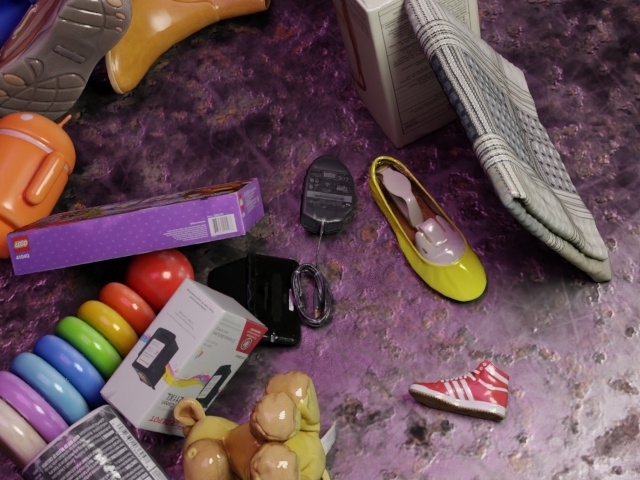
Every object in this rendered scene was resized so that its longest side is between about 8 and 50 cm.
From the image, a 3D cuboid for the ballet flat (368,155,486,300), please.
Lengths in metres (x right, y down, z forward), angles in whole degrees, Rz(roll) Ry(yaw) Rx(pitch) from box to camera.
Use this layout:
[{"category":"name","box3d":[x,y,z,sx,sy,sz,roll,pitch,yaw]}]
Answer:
[{"category":"ballet flat","box3d":[0.129,-0.021,1.572,0.077,0.077,0.231,-31,61,-7]}]

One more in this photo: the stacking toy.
[{"category":"stacking toy","box3d":[-0.281,0.137,1.547,0.141,0.141,0.330,34,66,25]}]

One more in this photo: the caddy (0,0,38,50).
[{"category":"caddy","box3d":[-0.525,-0.431,1.833,0.179,0.241,0.341,-36,62,-5]}]

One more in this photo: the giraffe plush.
[{"category":"giraffe plush","box3d":[-0.087,0.243,1.415,0.170,0.210,0.182,-4,85,14]}]

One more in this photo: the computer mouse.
[{"category":"computer mouse","box3d":[0.000,0.000,1.614,0.071,0.041,0.242,10,68,-5]}]

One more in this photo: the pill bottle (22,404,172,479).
[{"category":"pill bottle","box3d":[-0.216,0.319,1.398,0.130,0.130,0.246,-38,85,-11]}]

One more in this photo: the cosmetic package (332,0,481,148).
[{"category":"cosmetic package","box3d":[0.113,-0.273,1.588,0.153,0.296,0.129,-29,59,-7]}]

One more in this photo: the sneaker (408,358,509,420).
[{"category":"sneaker","box3d":[0.169,0.171,1.479,0.118,0.042,0.067,13,68,9]}]

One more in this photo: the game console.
[{"category":"game console","box3d":[-0.086,0.085,1.594,0.107,0.071,0.122,9,60,-18]}]

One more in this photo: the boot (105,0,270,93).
[{"category":"boot","box3d":[-0.183,-0.336,1.791,0.211,0.104,0.295,3,58,13]}]

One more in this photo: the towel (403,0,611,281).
[{"category":"towel","box3d":[0.239,-0.122,1.479,0.056,0.324,0.312,-33,58,19]}]

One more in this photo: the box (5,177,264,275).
[{"category":"box","box3d":[-0.229,-0.021,1.577,0.293,0.201,0.057,-10,97,5]}]

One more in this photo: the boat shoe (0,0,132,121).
[{"category":"boat shoe","box3d":[-0.379,-0.272,1.738,0.324,0.123,0.116,-37,45,27]}]

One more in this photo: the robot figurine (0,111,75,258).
[{"category":"robot figurine","box3d":[-0.419,-0.083,1.685,0.128,0.158,0.219,25,68,-2]}]

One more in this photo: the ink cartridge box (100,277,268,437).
[{"category":"ink cartridge box","box3d":[-0.162,0.145,1.484,0.072,0.127,0.175,38,93,26]}]
